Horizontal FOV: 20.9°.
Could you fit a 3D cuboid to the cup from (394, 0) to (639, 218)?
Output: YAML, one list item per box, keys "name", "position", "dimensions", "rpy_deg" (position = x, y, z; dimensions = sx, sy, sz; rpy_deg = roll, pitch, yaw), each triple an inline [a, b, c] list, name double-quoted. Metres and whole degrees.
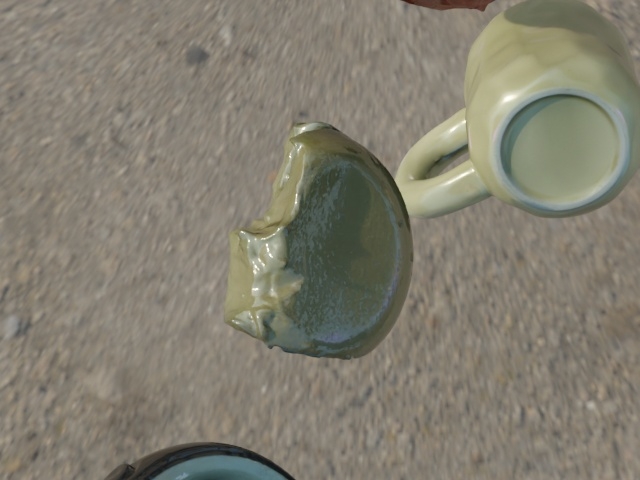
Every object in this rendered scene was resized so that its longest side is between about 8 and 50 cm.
- name: "cup"
  position: [0.186, -0.124, 1.691]
  dimensions: [0.255, 0.202, 0.173]
  rpy_deg: [-8, 117, 8]

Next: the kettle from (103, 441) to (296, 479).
- name: "kettle"
  position: [-0.052, 0.233, 1.065]
  dimensions: [0.236, 0.161, 0.221]
  rpy_deg: [0, 78, -38]

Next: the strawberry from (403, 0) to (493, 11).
- name: "strawberry"
  position: [0.013, -0.262, 1.132]
  dimensions: [0.253, 0.150, 0.280]
  rpy_deg: [1, 127, 15]

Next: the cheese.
- name: "cheese"
  position: [0.000, 0.000, 1.498]
  dimensions: [0.175, 0.091, 0.203]
  rpy_deg: [8, 85, -33]
